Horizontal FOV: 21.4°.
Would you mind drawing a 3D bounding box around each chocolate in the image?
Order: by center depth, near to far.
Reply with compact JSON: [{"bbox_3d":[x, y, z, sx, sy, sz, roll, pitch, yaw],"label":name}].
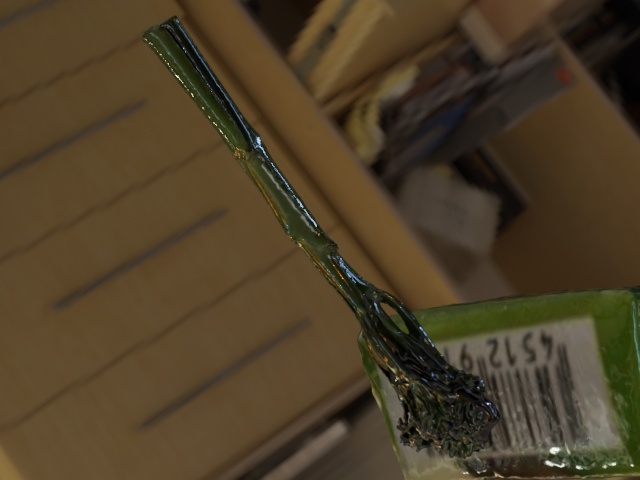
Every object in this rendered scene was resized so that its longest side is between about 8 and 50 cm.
[{"bbox_3d":[0.230,0.105,1.260,0.288,0.137,0.301,0,174,-36],"label":"chocolate"}]

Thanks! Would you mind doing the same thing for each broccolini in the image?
[{"bbox_3d":[0.001,-0.001,0.690,0.042,0.218,0.044,-37,-177,-27],"label":"broccolini"}]
